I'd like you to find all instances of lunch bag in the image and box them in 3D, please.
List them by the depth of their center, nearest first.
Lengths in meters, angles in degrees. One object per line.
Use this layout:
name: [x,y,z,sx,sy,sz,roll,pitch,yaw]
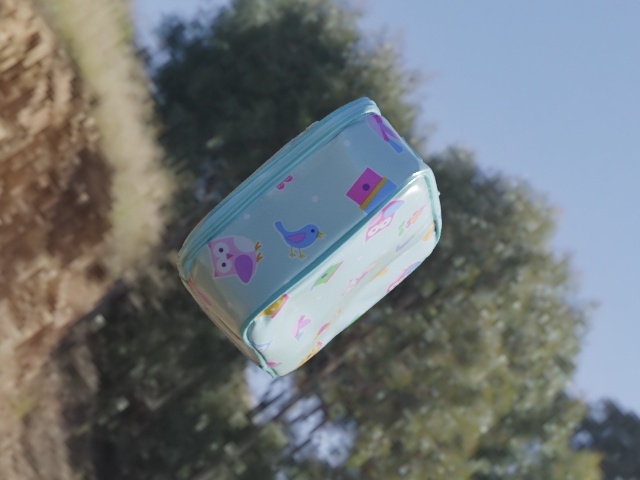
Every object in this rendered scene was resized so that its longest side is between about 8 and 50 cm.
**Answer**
lunch bag: [0.000,0.000,1.335,0.108,0.224,0.279,46,-5,13]
